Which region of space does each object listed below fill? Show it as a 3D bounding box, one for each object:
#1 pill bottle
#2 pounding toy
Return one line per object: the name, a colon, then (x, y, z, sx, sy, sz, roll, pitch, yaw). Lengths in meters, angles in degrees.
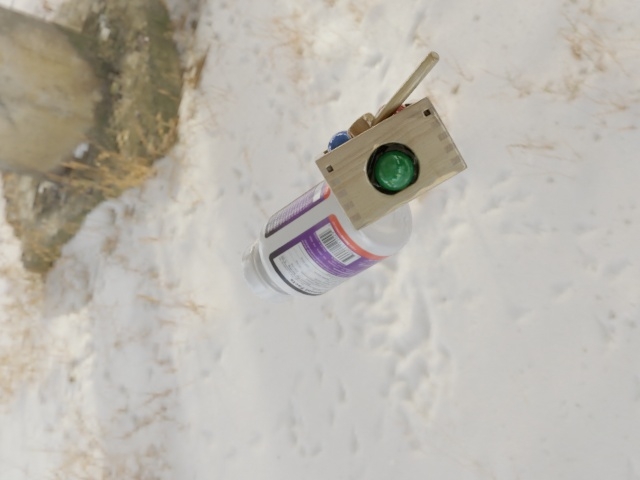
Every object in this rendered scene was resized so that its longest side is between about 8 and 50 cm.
pill bottle: (0.000, 0.000, 1.112, 0.193, 0.108, 0.108, -32, 57, 41)
pounding toy: (0.060, -0.085, 0.875, 0.130, 0.141, 0.100, -30, 96, 3)
